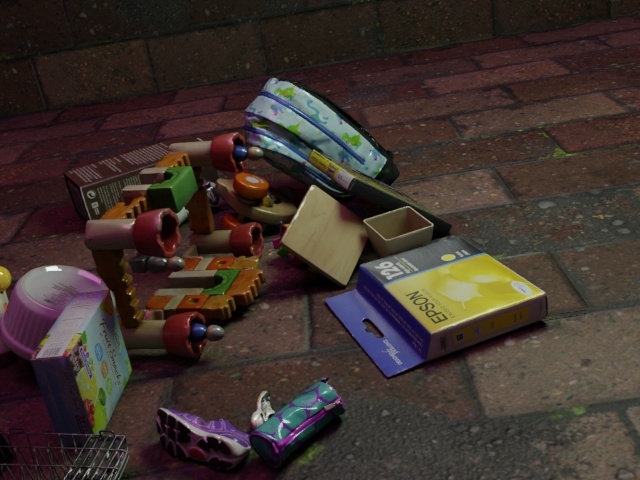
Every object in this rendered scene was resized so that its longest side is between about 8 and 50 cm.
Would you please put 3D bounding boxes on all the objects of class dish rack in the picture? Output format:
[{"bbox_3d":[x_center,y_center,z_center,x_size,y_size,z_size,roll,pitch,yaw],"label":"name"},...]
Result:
[{"bbox_3d":[-0.414,0.354,1.110,0.272,0.074,0.208,-2,27,11],"label":"dish rack"}]

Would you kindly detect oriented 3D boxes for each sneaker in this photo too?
[{"bbox_3d":[-0.085,0.271,1.216,0.037,0.031,0.083,8,32,5],"label":"sneaker"},{"bbox_3d":[-0.177,0.296,1.173,0.170,0.068,0.071,15,19,28],"label":"sneaker"},{"bbox_3d":[-0.329,-0.101,2.006,0.153,0.094,0.235,-16,14,7],"label":"sneaker"}]

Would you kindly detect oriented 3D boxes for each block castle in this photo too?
[{"bbox_3d":[-0.240,0.000,1.520,0.213,0.302,0.453,-1,27,15],"label":"block castle"}]

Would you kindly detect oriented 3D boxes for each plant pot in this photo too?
[{"bbox_3d":[0.164,0.005,1.598,0.109,0.096,0.109,-18,29,-16],"label":"plant pot"}]

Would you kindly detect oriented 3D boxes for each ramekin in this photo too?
[{"bbox_3d":[-0.485,0.134,1.457,0.207,0.109,0.207,17,24,-8],"label":"ramekin"}]

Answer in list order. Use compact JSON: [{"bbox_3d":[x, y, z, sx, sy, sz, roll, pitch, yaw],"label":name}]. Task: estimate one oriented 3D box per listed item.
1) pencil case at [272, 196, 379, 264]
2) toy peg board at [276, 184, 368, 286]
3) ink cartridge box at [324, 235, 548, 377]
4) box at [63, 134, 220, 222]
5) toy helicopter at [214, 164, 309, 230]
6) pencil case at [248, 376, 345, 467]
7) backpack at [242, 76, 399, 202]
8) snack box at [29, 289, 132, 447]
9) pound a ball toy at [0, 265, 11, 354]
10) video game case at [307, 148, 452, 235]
[{"bbox_3d":[0.017,-0.025,1.723,0.237,0.104,0.104,-20,27,-24],"label":"pencil case"},{"bbox_3d":[0.000,0.000,1.614,0.079,0.161,0.161,-36,23,55],"label":"toy peg board"},{"bbox_3d":[0.196,0.103,1.420,0.308,0.072,0.303,-15,26,-16],"label":"ink cartridge box"},{"bbox_3d":[-0.494,-0.168,2.163,0.382,0.143,0.191,-23,27,-23],"label":"box"},{"bbox_3d":[-0.166,-0.138,1.966,0.235,0.140,0.355,2,29,-31],"label":"toy helicopter"},{"bbox_3d":[-0.032,0.270,1.150,0.152,0.064,0.070,-32,8,-38],"label":"pencil case"},{"bbox_3d":[-0.023,-0.250,1.926,0.273,0.355,0.290,-42,33,-6],"label":"backpack"},{"bbox_3d":[-0.388,0.206,1.285,0.070,0.174,0.207,-6,26,5],"label":"snack box"},{"bbox_3d":[-0.656,0.114,1.468,0.136,0.318,0.208,-15,10,-11],"label":"pound a ball toy"},{"bbox_3d":[0.129,-0.109,1.744,0.275,0.035,0.248,23,10,-29],"label":"video game case"}]
